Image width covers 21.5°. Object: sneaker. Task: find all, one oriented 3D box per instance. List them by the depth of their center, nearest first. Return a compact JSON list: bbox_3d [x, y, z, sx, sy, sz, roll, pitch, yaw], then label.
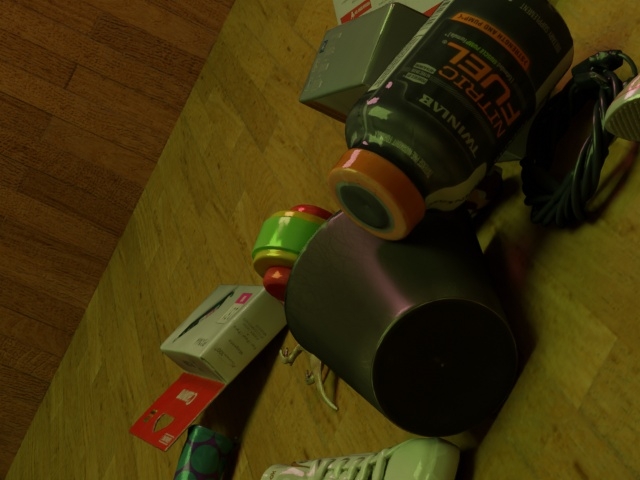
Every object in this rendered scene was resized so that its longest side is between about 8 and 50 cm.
[{"bbox_3d":[0.275,-0.132,1.315,0.134,0.051,0.070,-41,26,51],"label":"sneaker"},{"bbox_3d":[0.015,0.238,1.503,0.290,0.123,0.106,-44,23,52],"label":"sneaker"},{"bbox_3d":[0.126,-0.022,1.654,0.185,0.069,0.084,135,147,-69],"label":"sneaker"}]

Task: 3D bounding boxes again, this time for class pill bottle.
[{"bbox_3d":[0.109,-0.114,1.493,0.246,0.130,0.130,-51,8,-24],"label":"pill bottle"}]

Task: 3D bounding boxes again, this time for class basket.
[{"bbox_3d":[0.081,0.067,1.493,0.204,0.154,0.227,-40,23,3],"label":"basket"}]

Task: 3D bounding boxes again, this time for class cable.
[{"bbox_3d":[0.220,-0.080,1.454,0.184,0.047,0.151,151,133,-73],"label":"cable"}]

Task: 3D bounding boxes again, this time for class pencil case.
[{"bbox_3d":[-0.153,0.308,2.095,0.070,0.064,0.152,65,-145,-56],"label":"pencil case"}]

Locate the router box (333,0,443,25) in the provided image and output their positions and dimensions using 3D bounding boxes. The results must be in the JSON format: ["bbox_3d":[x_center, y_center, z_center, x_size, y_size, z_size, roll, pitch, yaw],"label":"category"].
[{"bbox_3d":[0.097,-0.329,1.884,0.335,0.082,0.301,164,93,-71],"label":"router box"}]

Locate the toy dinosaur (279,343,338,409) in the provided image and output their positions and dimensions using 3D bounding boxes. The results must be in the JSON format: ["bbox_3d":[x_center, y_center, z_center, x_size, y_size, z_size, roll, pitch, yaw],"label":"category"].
[{"bbox_3d":[-0.004,0.121,1.892,0.092,0.053,0.183,-47,23,47],"label":"toy dinosaur"}]

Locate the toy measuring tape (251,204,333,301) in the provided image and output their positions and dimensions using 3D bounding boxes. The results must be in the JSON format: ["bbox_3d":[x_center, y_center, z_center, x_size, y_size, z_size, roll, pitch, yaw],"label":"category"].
[{"bbox_3d":[0.000,0.000,1.950,0.330,0.121,0.121,-35,34,63],"label":"toy measuring tape"}]

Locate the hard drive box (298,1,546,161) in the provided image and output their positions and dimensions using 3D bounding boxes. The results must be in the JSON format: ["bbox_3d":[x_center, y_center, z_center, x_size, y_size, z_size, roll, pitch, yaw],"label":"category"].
[{"bbox_3d":[0.100,-0.152,1.703,0.089,0.181,0.232,-68,14,-7],"label":"hard drive box"}]

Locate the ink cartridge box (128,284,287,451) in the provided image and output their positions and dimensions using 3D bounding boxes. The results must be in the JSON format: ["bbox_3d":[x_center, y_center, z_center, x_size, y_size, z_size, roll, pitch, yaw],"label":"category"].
[{"bbox_3d":[-0.167,0.162,2.239,0.239,0.060,0.275,-45,11,-12],"label":"ink cartridge box"}]
